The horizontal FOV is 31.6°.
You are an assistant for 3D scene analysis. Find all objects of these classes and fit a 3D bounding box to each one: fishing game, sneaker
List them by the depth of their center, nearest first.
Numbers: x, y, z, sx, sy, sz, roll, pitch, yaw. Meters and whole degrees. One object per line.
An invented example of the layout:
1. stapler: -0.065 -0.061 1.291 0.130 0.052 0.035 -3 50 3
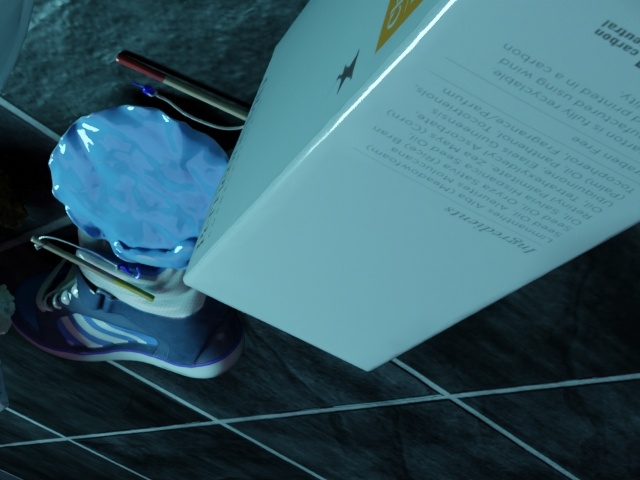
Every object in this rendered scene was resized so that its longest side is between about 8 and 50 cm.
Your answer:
1. fishing game: -0.158 -0.052 1.059 0.189 0.041 0.264 24 129 -8
2. sneaker: -0.245 0.031 1.256 0.323 0.130 0.236 10 143 24

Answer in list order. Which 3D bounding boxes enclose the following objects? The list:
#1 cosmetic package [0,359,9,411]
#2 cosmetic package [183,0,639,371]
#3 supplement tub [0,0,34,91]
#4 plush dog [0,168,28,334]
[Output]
1. cosmetic package: -0.553 0.178 1.334 0.377 0.284 0.097 -36 131 8
2. cosmetic package: 0.087 -0.104 0.666 0.161 0.230 0.453 25 151 -13
3. supplement tub: -0.375 -0.204 0.796 0.316 0.193 0.193 19 153 -3
4. plush dog: -0.437 0.001 1.196 0.262 0.225 0.210 -13 118 25
